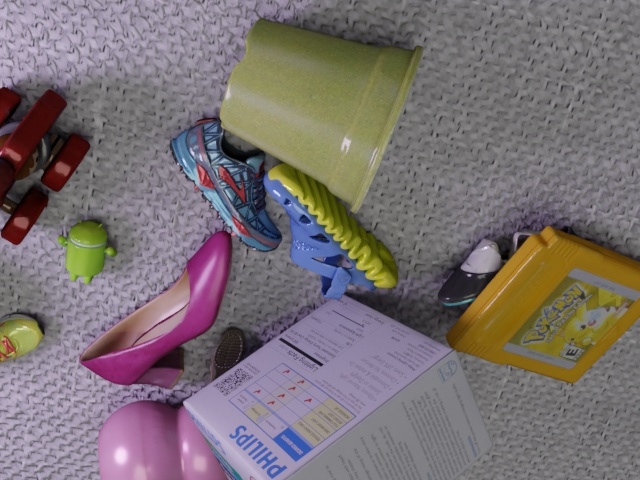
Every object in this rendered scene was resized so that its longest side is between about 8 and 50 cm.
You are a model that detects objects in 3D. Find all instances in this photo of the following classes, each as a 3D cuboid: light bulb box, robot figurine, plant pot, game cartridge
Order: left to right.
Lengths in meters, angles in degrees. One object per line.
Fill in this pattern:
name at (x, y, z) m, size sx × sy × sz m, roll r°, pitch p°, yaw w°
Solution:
robot figurine at (-0.410, 0.017, 1.530) m, size 0.101 × 0.067 × 0.115 m, roll 13°, pitch 114°, yaw -1°
plant pot at (-0.010, -0.216, 1.358) m, size 0.253 × 0.276 × 0.276 m, roll 22°, pitch 113°, yaw 0°
light bulb box at (0.022, 0.310, 1.475) m, size 0.361 × 0.358 × 0.225 m, roll -34°, pitch 116°, yaw -19°
game cartridge at (0.430, 0.127, 1.583) m, size 0.323 × 0.053 × 0.285 m, roll 17°, pitch 122°, yaw -32°

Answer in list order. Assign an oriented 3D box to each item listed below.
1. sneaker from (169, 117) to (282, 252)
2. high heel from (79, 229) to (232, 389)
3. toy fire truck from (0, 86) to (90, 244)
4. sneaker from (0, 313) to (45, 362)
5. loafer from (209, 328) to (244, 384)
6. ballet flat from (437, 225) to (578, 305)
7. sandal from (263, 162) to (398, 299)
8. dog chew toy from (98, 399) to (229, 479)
sneaker at (-0.132, -0.093, 1.476) m, size 0.125 × 0.104 × 0.262 m, roll -35°, pitch 114°, yaw 9°
high heel at (-0.289, 0.122, 1.550) m, size 0.181 × 0.127 × 0.377 m, roll 16°, pitch 118°, yaw -23°
toy fire truck at (-0.503, -0.089, 1.369) m, size 0.169 × 0.254 × 0.302 m, roll 36°, pitch 109°, yaw -19°
sneaker at (-0.603, 0.204, 1.595) m, size 0.208 × 0.094 × 0.081 m, roll -20°, pitch 114°, yaw 5°
loafer at (-0.185, 0.234, 1.663) m, size 0.056 × 0.050 × 0.148 m, roll 17°, pitch 98°, yaw -15°
ballet flat at (0.338, 0.035, 1.582) m, size 0.280 × 0.095 × 0.096 m, roll -16°, pitch 106°, yaw -7°
sandal at (0.000, 0.000, 1.513) m, size 0.138 × 0.126 × 0.317 m, roll -32°, pitch 119°, yaw 19°
dog chew toy at (-0.247, 0.397, 1.660) m, size 0.331 × 0.207 × 0.207 m, roll -5°, pitch 116°, yaw -9°
